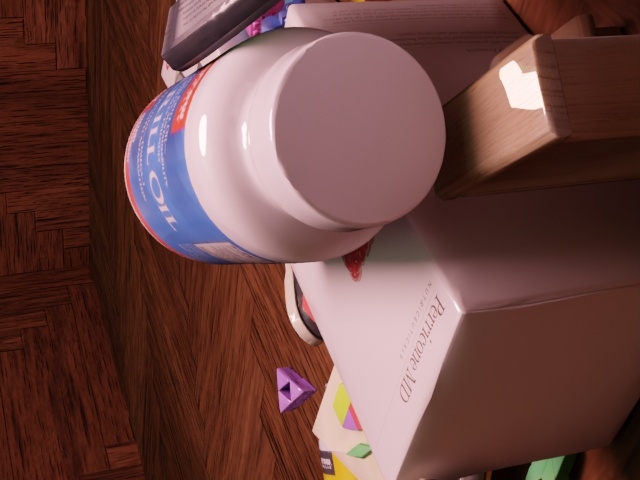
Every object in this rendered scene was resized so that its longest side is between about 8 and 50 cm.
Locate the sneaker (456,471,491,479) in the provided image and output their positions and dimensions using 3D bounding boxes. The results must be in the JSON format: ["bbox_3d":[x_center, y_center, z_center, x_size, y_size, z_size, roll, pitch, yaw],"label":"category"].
[{"bbox_3d":[0.059,0.108,0.762,0.084,0.083,0.215,-42,62,36],"label":"sneaker"}]

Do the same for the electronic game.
[{"bbox_3d":[0.003,-0.171,0.552,0.048,0.229,0.229,51,166,-15],"label":"electronic game"}]

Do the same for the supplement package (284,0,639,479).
[{"bbox_3d":[0.088,-0.012,0.680,0.178,0.175,0.293,104,151,-42],"label":"supplement package"}]

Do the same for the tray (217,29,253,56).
[{"bbox_3d":[-0.007,-0.116,0.899,0.030,0.270,0.145,-15,80,24],"label":"tray"}]

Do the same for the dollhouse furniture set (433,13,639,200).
[{"bbox_3d":[0.131,-0.215,0.498,0.303,0.173,0.356,150,111,-68],"label":"dollhouse furniture set"}]

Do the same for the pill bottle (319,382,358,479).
[{"bbox_3d":[0.054,0.224,0.958,0.103,0.103,0.184,156,106,-69],"label":"pill bottle"}]

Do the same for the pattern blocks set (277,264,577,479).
[{"bbox_3d":[0.068,0.151,0.837,0.324,0.026,0.285,19,108,46],"label":"pattern blocks set"}]

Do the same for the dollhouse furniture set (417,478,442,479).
[{"bbox_3d":[0.134,0.265,0.572,0.259,0.135,0.262,-40,52,41],"label":"dollhouse furniture set"}]

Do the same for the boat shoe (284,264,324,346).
[{"bbox_3d":[0.000,0.000,1.106,0.079,0.084,0.233,-30,54,27],"label":"boat shoe"}]

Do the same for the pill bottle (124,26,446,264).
[{"bbox_3d":[-0.026,-0.049,0.553,0.221,0.124,0.124,174,89,-65],"label":"pill bottle"}]

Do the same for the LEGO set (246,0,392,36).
[{"bbox_3d":[0.023,-0.190,0.773,0.093,0.227,0.087,61,165,21],"label":"LEGO set"}]

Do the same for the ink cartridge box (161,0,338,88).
[{"bbox_3d":[-0.082,-0.214,1.127,0.273,0.114,0.198,56,136,51],"label":"ink cartridge box"}]
